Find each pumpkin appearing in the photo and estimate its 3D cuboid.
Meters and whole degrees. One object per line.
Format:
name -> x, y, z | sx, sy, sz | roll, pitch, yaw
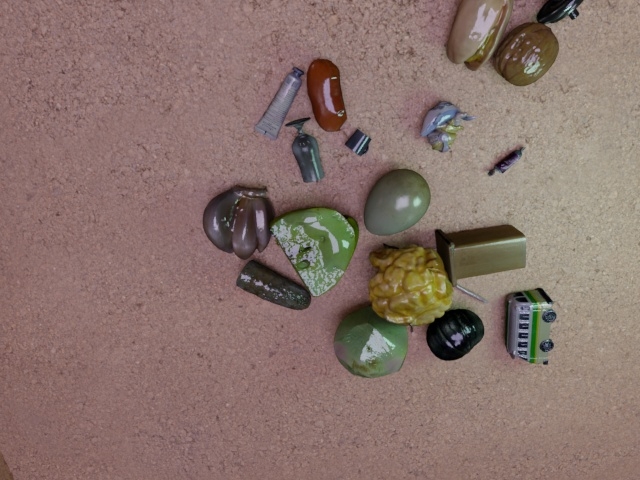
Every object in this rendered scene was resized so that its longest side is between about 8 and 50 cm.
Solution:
pumpkin -> 0.565, 0.388, 2.098 | 0.249, 0.216, 0.250 | -10, 141, -9

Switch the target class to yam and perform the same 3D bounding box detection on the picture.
yam -> -0.188, 0.194, 2.058 | 0.330, 0.133, 0.133 | 26, 108, -13

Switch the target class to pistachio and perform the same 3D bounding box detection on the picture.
pistachio -> 0.541, -0.748, 1.700 | 0.187, 0.188, 0.299 | 19, 115, -7

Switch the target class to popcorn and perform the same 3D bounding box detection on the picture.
popcorn -> 0.337, 0.156, 1.932 | 0.348, 0.382, 0.349 | -10, 140, -8

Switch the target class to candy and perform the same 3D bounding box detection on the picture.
candy -> 0.725, -0.302, 1.919 | 0.175, 0.045, 0.043 | -39, 95, 12

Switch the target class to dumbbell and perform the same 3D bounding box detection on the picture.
dumbbell -> 0.762, -0.849, 1.645 | 0.290, 0.192, 0.192 | 42, 105, -15

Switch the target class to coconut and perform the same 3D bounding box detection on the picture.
coconut -> 0.210, 0.421, 2.040 | 0.328, 0.281, 0.329 | 12, 146, 8

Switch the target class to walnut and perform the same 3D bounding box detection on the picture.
walnut -> 0.714, -0.646, 1.716 | 0.213, 0.213, 0.214 | 0, 110, 0

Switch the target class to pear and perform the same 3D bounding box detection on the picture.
pear -> 0.000, 0.000, 1.940 | 0.317, 0.238, 0.343 | -31, 102, -2

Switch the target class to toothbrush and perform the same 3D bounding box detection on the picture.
toothbrush -> 0.588, 0.195, 2.111 | 0.307, 0.025, 0.030 | 27, 100, -9

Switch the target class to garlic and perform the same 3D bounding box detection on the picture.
garlic -> -0.321, -0.068, 1.944 | 0.278, 0.132, 0.326 | 10, 103, -12

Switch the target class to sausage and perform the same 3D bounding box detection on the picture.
sausage -> 0.021, -0.523, 1.795 | 0.133, 0.133, 0.259 | -12, 113, 4

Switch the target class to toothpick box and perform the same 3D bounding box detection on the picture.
toothpick box -> 0.638, 0.044, 1.980 | 0.307, 0.187, 0.190 | -10, 109, -1

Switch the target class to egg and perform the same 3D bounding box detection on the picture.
egg -> 0.282, -0.138, 1.889 | 0.218, 0.218, 0.295 | 39, 117, -13

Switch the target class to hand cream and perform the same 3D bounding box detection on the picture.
hand cream -> -0.145, -0.508, 1.839 | 0.095, 0.059, 0.276 | 29, 112, -11

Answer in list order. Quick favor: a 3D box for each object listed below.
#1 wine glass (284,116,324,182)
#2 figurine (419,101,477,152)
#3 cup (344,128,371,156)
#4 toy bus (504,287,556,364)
wine glass -> -0.055, -0.338, 1.874 | 0.103, 0.103, 0.231 | -13, 113, 5
figurine -> 0.467, -0.424, 1.835 | 0.208, 0.128, 0.184 | -16, 112, 1
cup -> 0.152, -0.368, 1.885 | 0.100, 0.078, 0.077 | 25, 107, -45
toy bus -> 0.884, 0.372, 2.115 | 0.178, 0.143, 0.306 | -4, 111, 4
